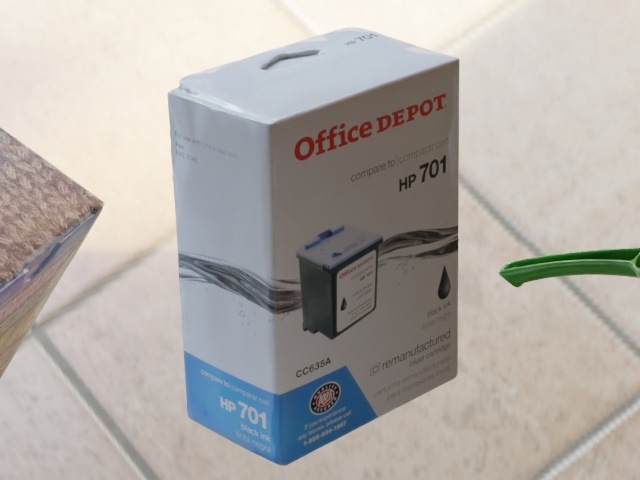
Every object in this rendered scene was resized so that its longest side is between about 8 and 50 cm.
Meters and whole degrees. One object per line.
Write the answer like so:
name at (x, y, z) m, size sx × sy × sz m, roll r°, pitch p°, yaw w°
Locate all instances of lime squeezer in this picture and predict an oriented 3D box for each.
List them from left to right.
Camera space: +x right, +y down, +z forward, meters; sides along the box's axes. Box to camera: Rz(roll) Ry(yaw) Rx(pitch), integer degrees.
lime squeezer at (0.223, -0.034, 1.065) m, size 0.059 × 0.310 × 0.110 m, roll -23°, pitch 67°, yaw -33°

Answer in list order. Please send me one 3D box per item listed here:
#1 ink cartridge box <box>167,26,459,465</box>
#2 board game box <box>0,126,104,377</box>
ink cartridge box at (0.000, 0.000, 0.887) m, size 0.139 × 0.191 × 0.082 m, roll -23°, pitch 33°, yaw -38°
board game box at (-0.330, 0.075, 1.305) m, size 0.141 × 0.291 × 0.232 m, roll 35°, pitch 26°, yaw 2°
